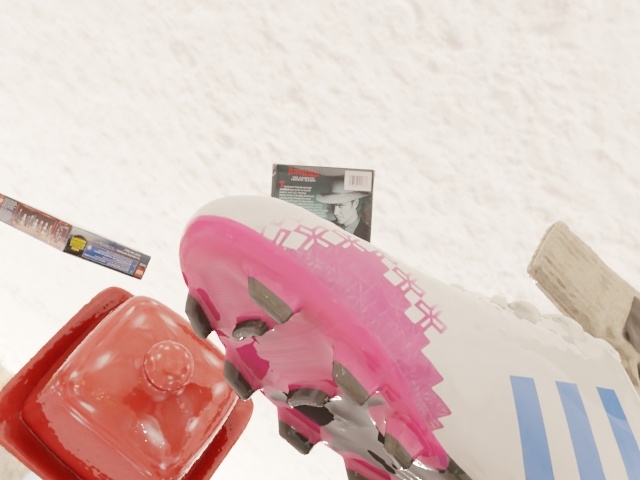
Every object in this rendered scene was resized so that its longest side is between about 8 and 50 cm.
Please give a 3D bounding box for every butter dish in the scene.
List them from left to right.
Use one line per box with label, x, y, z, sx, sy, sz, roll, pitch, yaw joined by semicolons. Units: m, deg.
butter dish;-0.124;0.108;0.633;0.160;0.160;0.118;40;139;-3

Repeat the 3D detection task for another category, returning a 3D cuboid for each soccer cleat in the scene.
soccer cleat;0.075;0.074;0.456;0.331;0.143;0.116;44;148;-14

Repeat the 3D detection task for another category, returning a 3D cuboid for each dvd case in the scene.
dvd case;0.000;0.000;0.711;0.013;0.087;0.120;-165;76;-68

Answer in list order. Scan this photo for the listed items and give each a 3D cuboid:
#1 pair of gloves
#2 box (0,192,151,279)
pair of gloves;0.218;0.123;0.708;0.204;0.240;0.042;39;143;-13
box;-0.237;-0.004;0.837;0.137;0.027;0.094;19;174;42
